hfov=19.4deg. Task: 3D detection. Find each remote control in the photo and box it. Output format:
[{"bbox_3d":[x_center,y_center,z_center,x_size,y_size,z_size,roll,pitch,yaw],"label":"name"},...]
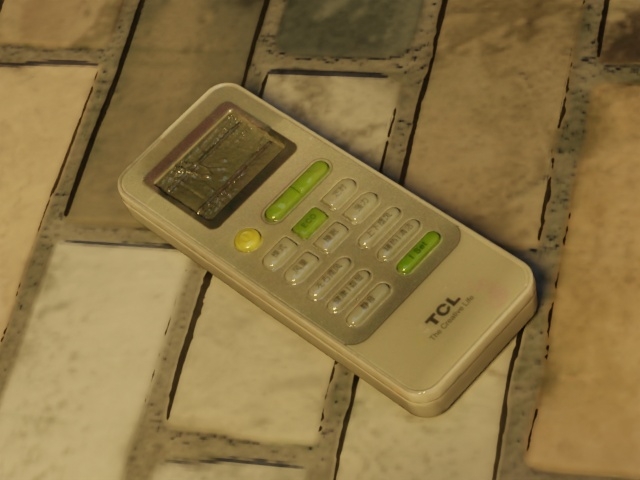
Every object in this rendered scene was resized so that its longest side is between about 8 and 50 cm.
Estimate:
[{"bbox_3d":[0.000,0.000,1.048,0.250,0.034,0.103,34,69,32],"label":"remote control"}]
